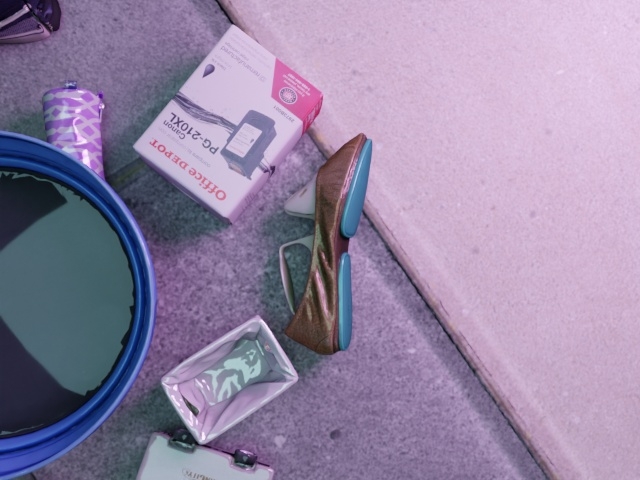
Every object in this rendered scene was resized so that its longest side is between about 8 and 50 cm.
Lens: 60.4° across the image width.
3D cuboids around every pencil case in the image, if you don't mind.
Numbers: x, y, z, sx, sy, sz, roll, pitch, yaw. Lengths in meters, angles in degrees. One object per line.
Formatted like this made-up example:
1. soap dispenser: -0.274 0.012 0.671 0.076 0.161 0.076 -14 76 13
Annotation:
1. pencil case: -0.360 -0.125 0.823 0.088 0.086 0.206 -5 88 -29

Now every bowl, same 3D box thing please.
1. bowl: -0.387 0.071 0.636 0.391 0.077 0.391 0 87 -8

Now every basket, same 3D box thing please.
1. basket: -0.130 0.196 0.808 0.167 0.103 0.113 -32 90 -6

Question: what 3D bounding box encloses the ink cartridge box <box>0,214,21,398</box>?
1. ink cartridge box: -0.460 0.086 0.752 0.168 0.171 0.232 -1 86 -5

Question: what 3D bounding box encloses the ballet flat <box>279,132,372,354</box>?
1. ballet flat: 0.000 0.000 0.843 0.124 0.116 0.342 6 89 15

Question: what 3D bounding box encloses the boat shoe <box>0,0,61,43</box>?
1. boat shoe: -0.569 -0.338 0.778 0.340 0.158 0.127 -16 87 -6

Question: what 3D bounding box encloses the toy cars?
1. toy cars: -0.262 0.383 0.795 0.394 0.087 0.176 -21 82 -10

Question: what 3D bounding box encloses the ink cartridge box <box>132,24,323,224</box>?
1. ink cartridge box: -0.135 -0.168 0.833 0.172 0.100 0.237 37 84 -1
